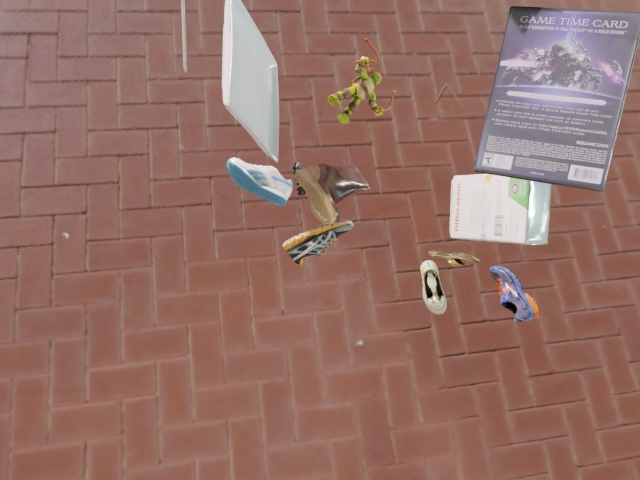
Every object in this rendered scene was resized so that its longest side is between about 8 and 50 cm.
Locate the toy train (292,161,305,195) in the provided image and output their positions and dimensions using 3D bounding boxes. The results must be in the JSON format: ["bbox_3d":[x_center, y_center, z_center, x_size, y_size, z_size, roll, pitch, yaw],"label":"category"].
[{"bbox_3d":[-0.076,-0.226,1.862,0.036,0.158,0.027,9,52,17],"label":"toy train"}]

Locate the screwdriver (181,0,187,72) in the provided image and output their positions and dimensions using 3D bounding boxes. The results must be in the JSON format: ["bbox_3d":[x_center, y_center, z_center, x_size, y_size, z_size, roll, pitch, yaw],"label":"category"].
[{"bbox_3d":[-0.147,-0.261,0.533,0.024,0.169,0.025,18,33,11],"label":"screwdriver"}]

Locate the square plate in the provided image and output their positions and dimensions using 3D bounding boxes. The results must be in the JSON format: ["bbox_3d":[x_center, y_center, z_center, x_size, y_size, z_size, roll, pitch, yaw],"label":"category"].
[{"bbox_3d":[-0.191,-0.432,1.381,0.049,0.344,0.346,-5,74,13],"label":"square plate"}]

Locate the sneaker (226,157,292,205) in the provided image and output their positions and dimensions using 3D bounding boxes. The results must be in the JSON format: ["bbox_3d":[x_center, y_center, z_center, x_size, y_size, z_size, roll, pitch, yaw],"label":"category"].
[{"bbox_3d":[-0.198,-0.206,1.642,0.229,0.087,0.092,31,60,-15],"label":"sneaker"}]

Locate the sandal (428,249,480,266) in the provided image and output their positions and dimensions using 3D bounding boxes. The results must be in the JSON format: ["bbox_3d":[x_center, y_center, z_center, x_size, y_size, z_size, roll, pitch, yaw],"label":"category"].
[{"bbox_3d":[0.467,0.066,1.762,0.180,0.072,0.048,7,100,26],"label":"sandal"}]

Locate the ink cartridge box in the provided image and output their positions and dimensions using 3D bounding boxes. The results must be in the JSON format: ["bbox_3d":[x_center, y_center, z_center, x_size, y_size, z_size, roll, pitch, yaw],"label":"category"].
[{"bbox_3d":[0.406,-0.074,1.155,0.093,0.212,0.154,0,93,-34],"label":"ink cartridge box"}]

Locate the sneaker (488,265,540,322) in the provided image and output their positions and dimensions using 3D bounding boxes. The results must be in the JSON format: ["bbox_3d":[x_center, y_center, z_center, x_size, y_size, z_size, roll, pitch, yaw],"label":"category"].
[{"bbox_3d":[0.623,0.174,1.659,0.087,0.083,0.221,-27,56,-4],"label":"sneaker"}]

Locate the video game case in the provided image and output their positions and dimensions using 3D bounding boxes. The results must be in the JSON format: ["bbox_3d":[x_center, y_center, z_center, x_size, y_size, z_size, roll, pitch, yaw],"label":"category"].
[{"bbox_3d":[0.374,-0.229,0.803,0.196,0.026,0.274,13,92,20],"label":"video game case"}]

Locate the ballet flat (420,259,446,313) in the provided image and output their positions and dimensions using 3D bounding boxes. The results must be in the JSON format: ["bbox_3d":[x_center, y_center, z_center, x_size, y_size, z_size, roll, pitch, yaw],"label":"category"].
[{"bbox_3d":[0.288,0.131,1.292,0.057,0.052,0.168,-16,113,11],"label":"ballet flat"}]

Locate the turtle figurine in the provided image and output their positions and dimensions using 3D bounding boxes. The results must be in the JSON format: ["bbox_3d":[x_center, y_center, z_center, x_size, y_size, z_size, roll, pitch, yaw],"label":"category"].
[{"bbox_3d":[0.126,-0.504,1.655,0.217,0.269,0.087,-41,46,-14],"label":"turtle figurine"}]

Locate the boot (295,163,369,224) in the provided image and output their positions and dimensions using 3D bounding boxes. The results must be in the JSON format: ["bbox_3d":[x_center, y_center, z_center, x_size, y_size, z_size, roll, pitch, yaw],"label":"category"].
[{"bbox_3d":[0.060,-0.149,1.484,0.207,0.090,0.248,-9,46,-25],"label":"boot"}]

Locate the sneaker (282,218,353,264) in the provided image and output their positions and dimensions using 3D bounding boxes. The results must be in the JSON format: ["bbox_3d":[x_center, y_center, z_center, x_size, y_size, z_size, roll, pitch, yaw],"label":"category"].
[{"bbox_3d":[0.000,0.000,1.472,0.215,0.084,0.083,-24,97,10],"label":"sneaker"}]
